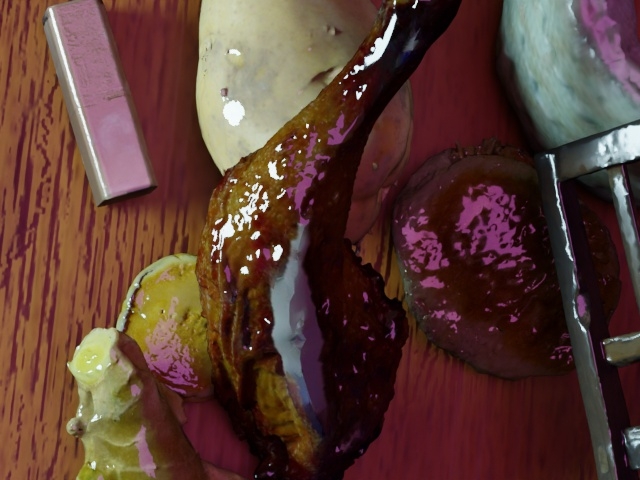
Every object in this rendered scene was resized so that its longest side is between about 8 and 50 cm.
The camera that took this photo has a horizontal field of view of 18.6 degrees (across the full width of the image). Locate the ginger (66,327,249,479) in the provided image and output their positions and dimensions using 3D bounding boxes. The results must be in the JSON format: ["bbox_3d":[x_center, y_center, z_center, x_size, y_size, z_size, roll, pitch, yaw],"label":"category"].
[{"bbox_3d":[-0.125,0.164,1.371,0.115,0.081,0.205,-36,99,6],"label":"ginger"}]

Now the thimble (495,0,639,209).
[{"bbox_3d":[0.285,-0.166,1.460,0.291,0.195,0.292,2,82,-13],"label":"thimble"}]

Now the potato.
[{"bbox_3d":[-0.008,-0.111,1.410,0.161,0.128,0.235,5,80,-19],"label":"potato"}]

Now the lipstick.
[{"bbox_3d":[-0.160,-0.101,1.412,0.045,0.045,0.145,-16,87,-17],"label":"lipstick"}]

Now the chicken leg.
[{"bbox_3d":[0.000,0.000,1.331,0.158,0.096,0.407,5,113,-15],"label":"chicken leg"}]

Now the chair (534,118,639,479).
[{"bbox_3d":[0.322,0.120,1.388,0.240,0.203,0.416,0,78,-47],"label":"chair"}]

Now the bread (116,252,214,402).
[{"bbox_3d":[-0.096,0.064,1.418,0.110,0.024,0.110,2,83,-15],"label":"bread"}]

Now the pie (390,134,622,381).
[{"bbox_3d":[0.140,0.018,1.461,0.193,0.079,0.163,36,81,-10],"label":"pie"}]
